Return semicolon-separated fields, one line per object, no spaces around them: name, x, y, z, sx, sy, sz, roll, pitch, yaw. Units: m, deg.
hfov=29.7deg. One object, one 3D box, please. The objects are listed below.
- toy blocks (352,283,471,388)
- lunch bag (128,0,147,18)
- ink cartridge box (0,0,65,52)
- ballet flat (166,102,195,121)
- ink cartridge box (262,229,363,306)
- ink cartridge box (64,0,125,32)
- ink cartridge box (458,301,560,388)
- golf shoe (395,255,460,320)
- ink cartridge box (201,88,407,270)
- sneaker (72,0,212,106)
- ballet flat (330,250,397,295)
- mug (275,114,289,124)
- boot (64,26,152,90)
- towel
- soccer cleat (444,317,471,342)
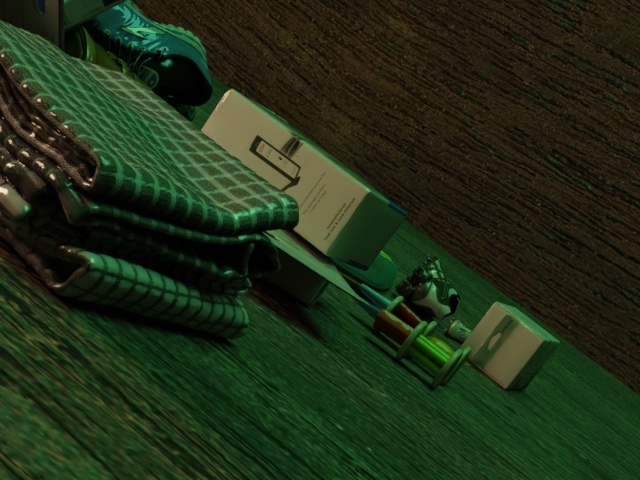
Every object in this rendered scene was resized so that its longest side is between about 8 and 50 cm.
toy blocks;0.093;0.100;1.369;0.148;0.054;0.123;37;6;14
lunch bag;-0.392;-0.388;2.043;0.258;0.120;0.293;25;13;-35
ink cartridge box;-0.406;-0.380;1.481;0.307;0.072;0.304;35;-35;13
ballet flat;-0.271;-0.250;2.059;0.070;0.070;0.188;29;11;-45
ink cartridge box;-0.102;-0.021;1.232;0.275;0.060;0.239;34;8;-20
ink cartridge box;-0.371;-0.372;1.729;0.224;0.223;0.045;41;-23;47
ink cartridge box;0.269;0.152;1.729;0.090;0.092;0.143;39;9;21
golf shoe;0.171;0.082;1.871;0.094;0.077;0.198;47;14;3
ink cartridge box;-0.022;-0.065;1.322;0.203;0.086;0.148;37;6;21
sneaker;-0.295;-0.293;1.857;0.330;0.130;0.147;16;28;-38
ballet flat;0.000;0.000;1.604;0.231;0.077;0.077;36;-15;-16
mug;-0.091;-0.157;2.048;0.150;0.113;0.169;38;4;12
boot;-0.300;-0.233;1.703;0.152;0.073;0.197;37;8;-27
towel;-0.172;-0.062;0.897;0.283;0.121;0.235;39;9;31
soccer cleat;0.211;0.138;1.816;0.035;0.029;0.083;33;1;21
